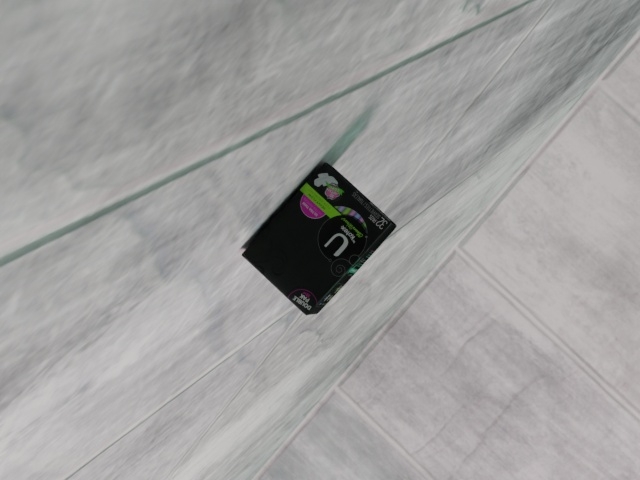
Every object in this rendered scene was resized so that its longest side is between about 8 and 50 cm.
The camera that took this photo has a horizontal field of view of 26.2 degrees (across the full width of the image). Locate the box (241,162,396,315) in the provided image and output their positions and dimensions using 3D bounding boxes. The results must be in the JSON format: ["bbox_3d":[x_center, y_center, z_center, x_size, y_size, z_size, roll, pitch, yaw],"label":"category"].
[{"bbox_3d":[0.000,0.000,0.912,0.083,0.062,0.052,-47,173,4],"label":"box"}]
